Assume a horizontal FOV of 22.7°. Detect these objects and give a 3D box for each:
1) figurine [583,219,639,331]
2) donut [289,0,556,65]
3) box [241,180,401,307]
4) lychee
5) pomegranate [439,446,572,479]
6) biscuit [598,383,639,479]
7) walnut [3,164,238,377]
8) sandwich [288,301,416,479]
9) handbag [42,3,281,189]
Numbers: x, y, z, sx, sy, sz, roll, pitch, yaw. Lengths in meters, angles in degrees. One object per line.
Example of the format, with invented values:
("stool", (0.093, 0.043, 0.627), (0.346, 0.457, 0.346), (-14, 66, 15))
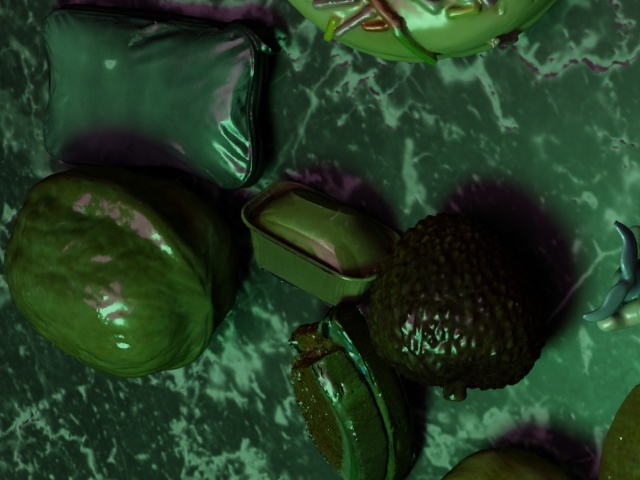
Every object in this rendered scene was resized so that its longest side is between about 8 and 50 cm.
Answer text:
("figurine", (0.346, 0.058, 1.498), (0.184, 0.208, 0.128), (18, 91, 63))
("donut", (0.110, -0.326, 1.527), (0.307, 0.150, 0.371), (43, 115, 1))
("box", (0.000, 0.000, 1.731), (0.177, 0.111, 0.111), (27, 115, 22))
("lychee", (0.138, 0.073, 1.627), (0.194, 0.194, 0.195), (8, 106, 29))
("pomegranate", (0.194, 0.303, 1.649), (0.196, 0.196, 0.196), (8, 106, 29))
("biscuit", (0.337, 0.253, 1.597), (0.142, 0.029, 0.221), (-32, 61, 48))
("walnut", (-0.230, 0.030, 1.799), (0.283, 0.227, 0.283), (23, 134, 26))
("sandwich", (0.021, 0.172, 1.739), (0.159, 0.079, 0.235), (29, 140, 33))
("handbag", (-0.190, -0.166, 1.822), (0.332, 0.075, 0.192), (10, 104, 32))
